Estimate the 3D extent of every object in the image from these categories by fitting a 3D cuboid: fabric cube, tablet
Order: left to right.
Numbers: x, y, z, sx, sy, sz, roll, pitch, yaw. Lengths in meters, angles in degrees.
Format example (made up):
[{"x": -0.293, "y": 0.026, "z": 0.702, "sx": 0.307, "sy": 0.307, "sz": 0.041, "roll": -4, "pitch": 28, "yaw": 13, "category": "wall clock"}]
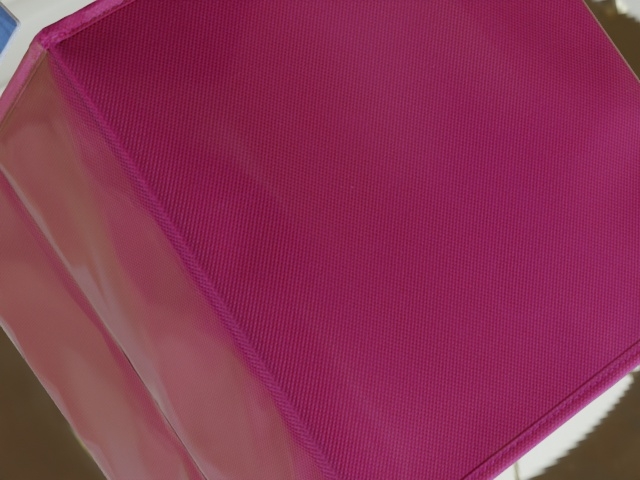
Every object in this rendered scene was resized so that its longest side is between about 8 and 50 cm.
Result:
[{"x": -0.250, "y": -0.158, "z": 1.267, "sx": 0.083, "sy": 0.006, "sz": 0.054, "roll": 45, "pitch": -66, "yaw": 24, "category": "tablet"}, {"x": 0.000, "y": 0.000, "z": 0.867, "sx": 0.254, "sy": 0.259, "sz": 0.258, "roll": -34, "pitch": -92, "yaw": -28, "category": "fabric cube"}]
